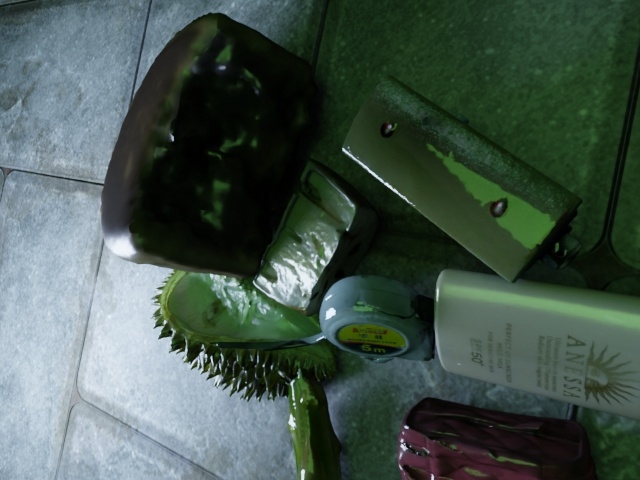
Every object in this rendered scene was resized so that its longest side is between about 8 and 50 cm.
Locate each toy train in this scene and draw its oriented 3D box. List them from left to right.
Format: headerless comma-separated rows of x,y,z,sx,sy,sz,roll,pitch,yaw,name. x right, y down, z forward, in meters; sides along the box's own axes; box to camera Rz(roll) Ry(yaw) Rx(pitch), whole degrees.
0.186,-0.078,0.609,0.299,0.202,0.131,42,108,26,toy train

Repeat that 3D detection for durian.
-0.140,0.162,0.857,0.394,0.163,0.198,15,53,27,durian

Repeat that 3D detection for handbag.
0.208,0.275,0.588,0.225,0.146,0.135,2,91,31,handbag

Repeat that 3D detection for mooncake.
-0.175,-0.147,0.799,0.394,0.246,0.393,-44,50,23,mooncake

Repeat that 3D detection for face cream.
0.310,0.128,0.554,0.348,0.081,0.173,9,129,31,face cream

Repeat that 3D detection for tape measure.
-0.005,0.107,0.690,0.330,0.164,0.084,2,46,13,tape measure

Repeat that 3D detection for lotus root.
0.000,0.000,0.743,0.119,0.138,0.235,38,122,23,lotus root

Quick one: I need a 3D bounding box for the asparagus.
-0.001,0.365,0.737,0.082,0.085,0.343,-14,79,15,asparagus
